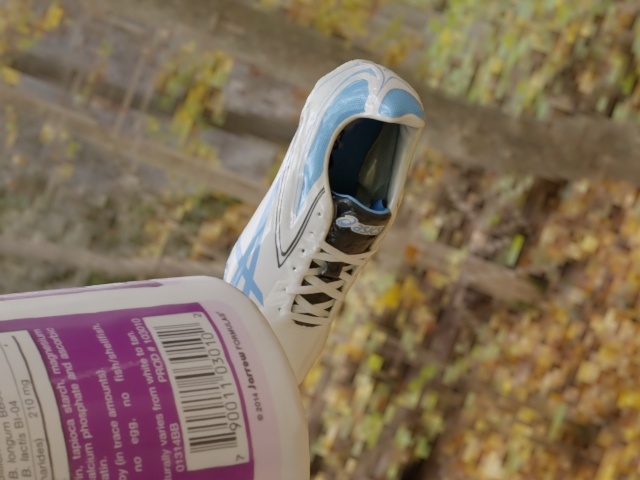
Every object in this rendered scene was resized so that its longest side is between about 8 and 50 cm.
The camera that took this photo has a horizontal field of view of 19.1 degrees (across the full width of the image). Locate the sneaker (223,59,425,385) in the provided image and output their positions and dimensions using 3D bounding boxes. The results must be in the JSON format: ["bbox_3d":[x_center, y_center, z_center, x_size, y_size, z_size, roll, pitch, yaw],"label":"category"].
[{"bbox_3d":[0.000,0.000,1.224,0.086,0.085,0.237,50,124,57],"label":"sneaker"}]

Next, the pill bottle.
[{"bbox_3d":[-0.171,0.111,0.887,0.302,0.169,0.169,-5,-53,-31],"label":"pill bottle"}]
